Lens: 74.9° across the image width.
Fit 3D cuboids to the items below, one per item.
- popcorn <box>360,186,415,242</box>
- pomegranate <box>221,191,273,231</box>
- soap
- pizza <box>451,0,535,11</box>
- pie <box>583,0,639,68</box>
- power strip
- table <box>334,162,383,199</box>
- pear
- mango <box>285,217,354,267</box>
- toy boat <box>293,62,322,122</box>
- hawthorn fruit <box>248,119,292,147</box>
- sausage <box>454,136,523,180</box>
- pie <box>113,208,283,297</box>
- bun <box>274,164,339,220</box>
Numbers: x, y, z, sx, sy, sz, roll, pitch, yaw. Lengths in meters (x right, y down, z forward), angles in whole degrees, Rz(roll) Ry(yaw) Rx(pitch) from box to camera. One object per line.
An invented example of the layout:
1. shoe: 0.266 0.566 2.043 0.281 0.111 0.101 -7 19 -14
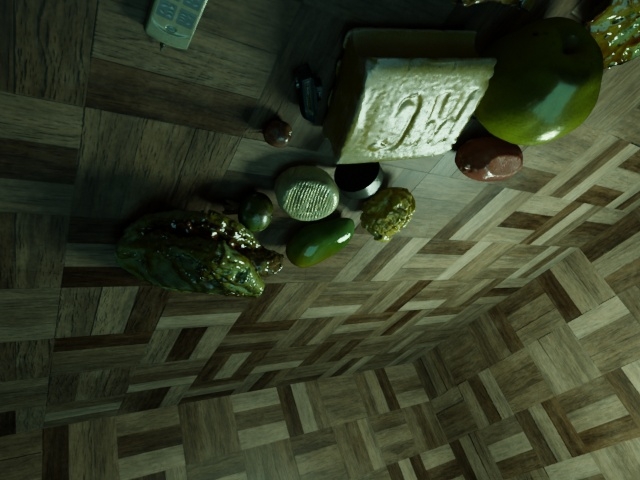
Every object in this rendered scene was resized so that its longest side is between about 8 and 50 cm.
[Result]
1. popcorn: 0.206 -0.087 1.354 0.140 0.164 0.194 36 148 -28
2. pomegranate: -0.201 -0.084 1.169 0.142 0.115 0.115 12 143 -2
3. soap: 0.194 -0.330 0.981 0.334 0.156 0.293 -7 150 -21
4. pizza: 0.317 -0.553 0.747 0.277 0.114 0.408 -38 144 23
5. pie: 0.803 -0.577 1.020 0.354 0.103 0.288 -23 149 9
6. power strip: -0.232 -0.414 0.703 0.079 0.029 0.227 7 139 -38
7. table: 0.106 -0.182 1.167 0.133 0.134 0.043 -27 147 9
8. pear: 0.506 -0.368 1.007 0.293 0.294 0.294 -16 148 -10
9. mango: 0.000 0.000 1.412 0.250 0.114 0.157 -29 140 -12
10. toy boat: -0.025 -0.323 0.946 0.060 0.055 0.141 -12 147 -4
11. hawthorn fruit: -0.119 -0.258 0.998 0.103 0.067 0.067 12 142 -4
12. sausage: 0.535 -0.256 1.315 0.254 0.148 0.148 -7 146 -25
13. pie: -0.364 0.065 1.184 0.417 0.181 0.395 -11 150 27
14. bun: -0.040 -0.139 1.178 0.188 0.111 0.164 1 134 -16
